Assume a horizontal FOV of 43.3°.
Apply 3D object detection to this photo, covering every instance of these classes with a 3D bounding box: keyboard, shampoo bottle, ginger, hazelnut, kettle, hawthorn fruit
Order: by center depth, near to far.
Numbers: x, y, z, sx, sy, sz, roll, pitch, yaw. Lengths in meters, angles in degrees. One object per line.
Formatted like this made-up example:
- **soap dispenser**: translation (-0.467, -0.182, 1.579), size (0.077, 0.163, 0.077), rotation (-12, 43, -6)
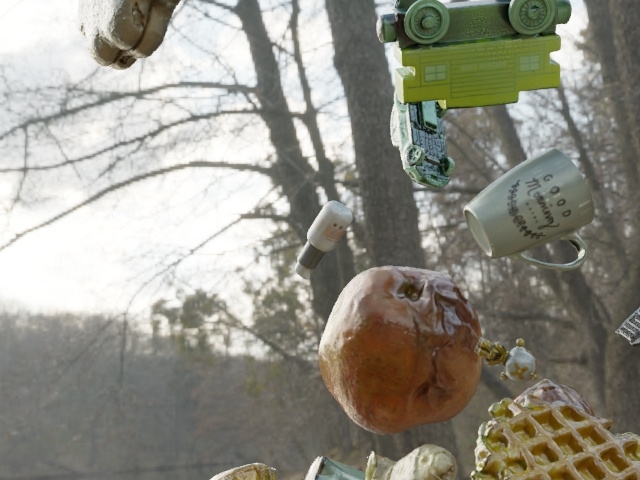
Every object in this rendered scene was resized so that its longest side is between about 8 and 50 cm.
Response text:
- **keyboard**: translation (0.643, 0.089, 1.444), size (0.262, 0.016, 0.106), rotation (-44, 10, 6)
- **hazelnut**: translation (0.463, 0.370, 1.597), size (0.182, 0.182, 0.182), rotation (-3, -15, -1)
- **ginger**: translation (0.181, 0.488, 1.601), size (0.267, 0.138, 0.152), rotation (-26, -66, 42)
- **kettle**: translation (0.060, 0.628, 1.843), size (0.255, 0.165, 0.240), rotation (25, -64, -6)
- **shampoo bottle**: translation (0.000, 0.000, 1.866), size (0.074, 0.074, 0.192), rotation (12, -60, -44)
- **hawthorn fruit**: translation (0.226, 0.288, 2.173), size (0.471, 0.472, 0.472), rotation (-3, -15, -1)

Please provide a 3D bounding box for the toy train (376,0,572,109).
- **toy train**: translation (0.351, -0.440, 1.843), size (0.442, 0.272, 0.179), rotation (-6, 24, -2)

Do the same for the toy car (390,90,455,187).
- **toy car**: translation (0.253, -0.270, 2.091), size (0.136, 0.306, 0.125), rotation (14, -25, -40)

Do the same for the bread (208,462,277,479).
- **bread**: translation (-0.193, 0.587, 1.834), size (0.152, 0.119, 0.288), rotation (-7, -20, -21)

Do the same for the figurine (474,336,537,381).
- **figurine**: translation (0.421, 0.263, 1.816), size (0.101, 0.143, 0.068), rotation (-45, -7, 24)

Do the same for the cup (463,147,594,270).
- **cup**: translation (0.463, -0.035, 1.753), size (0.234, 0.258, 0.186), rotation (-29, -4, -3)

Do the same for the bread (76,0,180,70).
- **bread**: translation (-0.315, -0.380, 1.314), size (0.102, 0.183, 0.337), rotation (14, -12, -34)

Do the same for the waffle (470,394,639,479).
- **waffle**: translation (0.383, 0.357, 1.223), size (0.302, 0.325, 0.068), rotation (16, -54, 13)
